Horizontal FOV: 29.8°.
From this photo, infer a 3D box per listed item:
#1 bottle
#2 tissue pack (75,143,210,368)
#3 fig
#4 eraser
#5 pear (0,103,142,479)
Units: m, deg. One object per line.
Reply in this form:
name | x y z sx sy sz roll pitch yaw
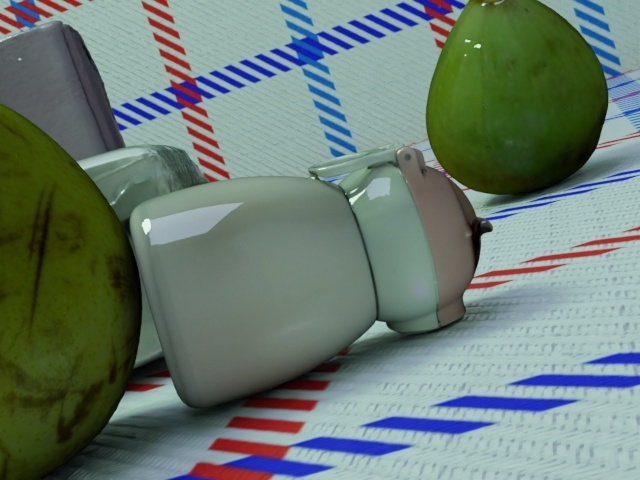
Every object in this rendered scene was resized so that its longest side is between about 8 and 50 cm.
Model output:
bottle | 0.000 0.016 0.826 0.237 0.147 0.147 -15 6 -7
tissue pack | -0.225 0.027 1.155 0.266 0.193 0.356 -20 5 1
fig | 0.225 -0.164 1.346 0.207 0.230 0.207 12 33 -8
eraser | -0.287 -0.075 1.466 0.122 0.359 0.272 -20 5 -1
pear | -0.255 0.044 0.792 0.284 0.283 0.283 -19 6 2
